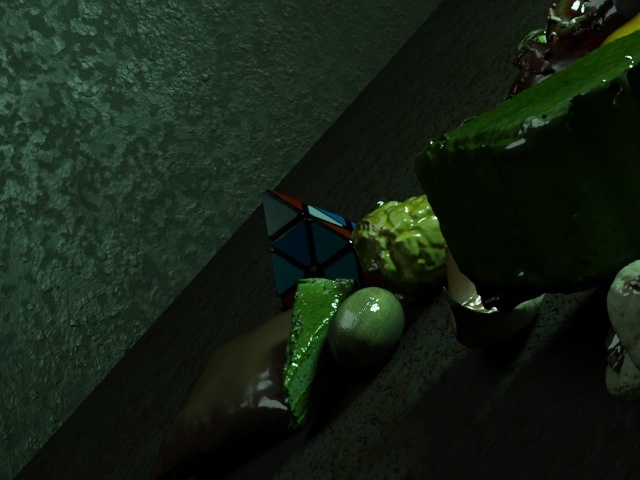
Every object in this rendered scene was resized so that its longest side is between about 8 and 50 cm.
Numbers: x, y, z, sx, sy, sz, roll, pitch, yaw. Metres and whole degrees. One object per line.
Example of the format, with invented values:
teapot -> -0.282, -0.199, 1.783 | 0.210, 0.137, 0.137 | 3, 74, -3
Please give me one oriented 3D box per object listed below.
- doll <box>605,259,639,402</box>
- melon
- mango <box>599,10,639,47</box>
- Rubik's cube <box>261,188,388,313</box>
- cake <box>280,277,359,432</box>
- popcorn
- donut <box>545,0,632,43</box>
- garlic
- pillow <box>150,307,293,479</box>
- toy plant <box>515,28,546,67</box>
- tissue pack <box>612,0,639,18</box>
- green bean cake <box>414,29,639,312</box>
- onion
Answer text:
doll -> 0.303, 0.057, 1.153 | 0.278, 0.149, 0.175 | 112, 170, -86
melon -> 0.063, 0.118, 1.859 | 0.098, 0.098, 0.131 | -31, 20, 50
mango -> 0.501, -0.298, 1.780 | 0.295, 0.120, 0.177 | -44, 19, 6
Rubik's cube -> 0.000, 0.000, 2.175 | 0.284, 0.234, 0.250 | -47, 12, -19
cake -> 0.005, 0.156, 1.892 | 0.099, 0.100, 0.235 | -7, 35, 12
popcorn -> 0.126, 0.000, 1.944 | 0.173, 0.142, 0.173 | -37, 19, 15
donut -> 0.460, -0.369, 2.137 | 0.269, 0.103, 0.270 | -42, 23, 22
garlic -> 0.200, 0.061, 1.559 | 0.115, 0.128, 0.207 | 0, 29, 7
pillow -> -0.108, 0.222, 2.073 | 0.305, 0.108, 0.308 | -31, 19, 33
toy plant -> 0.384, -0.313, 2.325 | 0.093, 0.093, 0.162 | -42, 11, 11
tissue pack -> 0.514, -0.490, 1.864 | 0.356, 0.194, 0.266 | -27, -25, 21
green bean cake -> 0.285, -0.069, 1.339 | 0.335, 0.218, 0.319 | -30, 6, -12
onion -> 0.345, -0.220, 1.935 | 0.230, 0.163, 0.230 | -34, 16, 11
